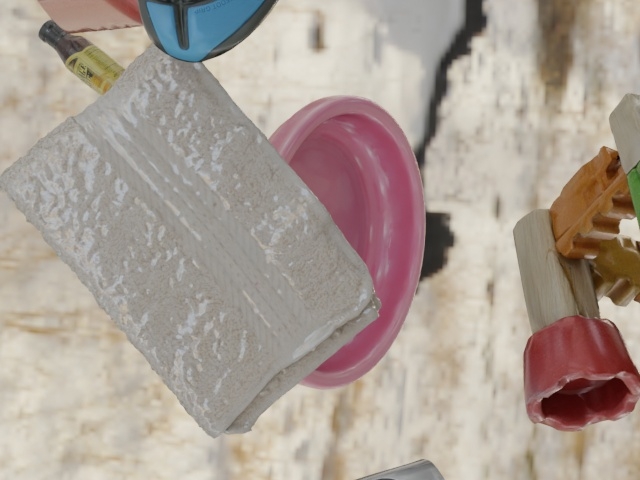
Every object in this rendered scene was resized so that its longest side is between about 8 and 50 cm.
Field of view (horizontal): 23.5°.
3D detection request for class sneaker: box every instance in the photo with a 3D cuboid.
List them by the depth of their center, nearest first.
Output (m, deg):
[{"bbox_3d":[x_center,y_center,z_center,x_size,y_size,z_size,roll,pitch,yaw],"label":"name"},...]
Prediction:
[{"bbox_3d":[-0.067,-0.260,1.194,0.139,0.125,0.341,107,-5,-58],"label":"sneaker"}]

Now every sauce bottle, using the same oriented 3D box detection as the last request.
[{"bbox_3d":[-0.251,-0.192,1.654,0.042,0.128,0.042,-45,159,-22],"label":"sauce bottle"}]

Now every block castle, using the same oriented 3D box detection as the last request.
[{"bbox_3d":[0.353,-0.011,1.018,0.453,0.303,0.213,125,-34,-47],"label":"block castle"}]

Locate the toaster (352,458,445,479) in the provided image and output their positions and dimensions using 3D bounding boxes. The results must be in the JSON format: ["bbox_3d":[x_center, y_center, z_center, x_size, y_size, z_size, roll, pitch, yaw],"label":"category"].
[{"bbox_3d":[-0.019,0.191,0.719,0.186,0.168,0.110,114,-41,-59],"label":"toaster"}]

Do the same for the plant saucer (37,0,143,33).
[{"bbox_3d":[-0.216,-0.333,1.471,0.047,0.258,0.259,5,93,-26],"label":"plant saucer"}]

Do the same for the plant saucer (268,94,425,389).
[{"bbox_3d":[0.000,0.000,1.746,0.332,0.084,0.332,-14,108,-52],"label":"plant saucer"}]

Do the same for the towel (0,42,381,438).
[{"bbox_3d":[-0.097,0.001,1.204,0.282,0.187,0.049,50,-6,-9],"label":"towel"}]
